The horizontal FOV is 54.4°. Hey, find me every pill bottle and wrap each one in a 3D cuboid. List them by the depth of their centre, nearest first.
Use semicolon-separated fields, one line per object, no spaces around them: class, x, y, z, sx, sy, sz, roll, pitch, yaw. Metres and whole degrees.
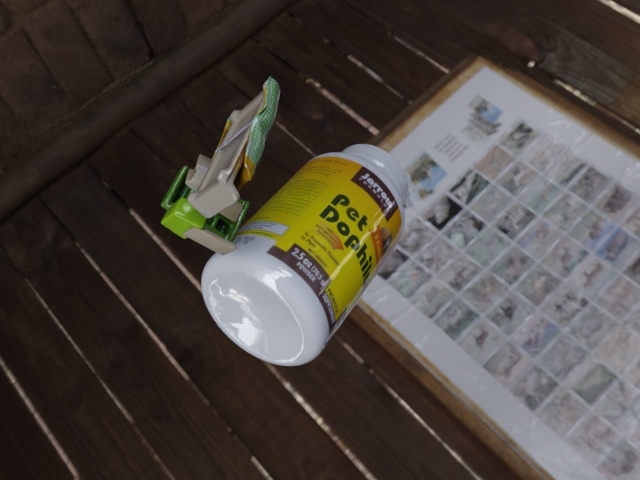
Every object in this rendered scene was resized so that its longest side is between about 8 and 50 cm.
pill bottle;0.000;0.000;0.556;0.215;0.117;0.117;-50;165;-42

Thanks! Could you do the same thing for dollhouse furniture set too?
dollhouse furniture set;-0.054;-0.035;0.411;0.151;0.058;0.076;-21;-137;57
